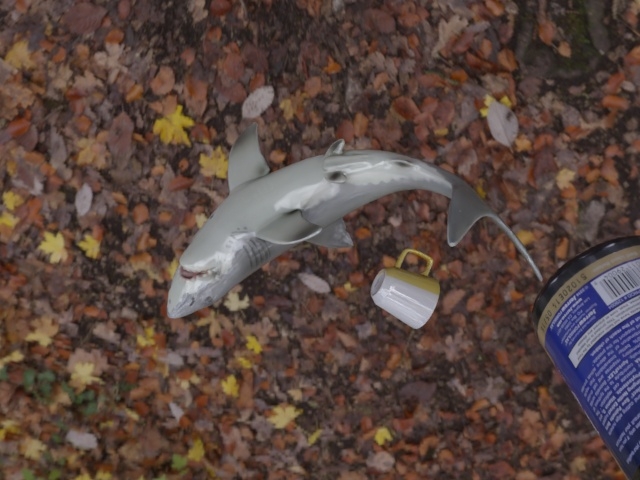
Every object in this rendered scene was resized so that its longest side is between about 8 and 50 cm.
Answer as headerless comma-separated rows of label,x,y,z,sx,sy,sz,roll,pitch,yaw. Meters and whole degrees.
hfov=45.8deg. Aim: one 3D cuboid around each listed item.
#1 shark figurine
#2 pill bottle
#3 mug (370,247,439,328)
shark figurine,0.023,-0.018,0.599,0.278,0.166,0.116,-11,143,23
pill bottle,0.245,0.108,0.510,0.122,0.219,0.123,-11,134,-11
mug,0.094,0.055,0.871,0.064,0.078,0.062,24,139,-13
